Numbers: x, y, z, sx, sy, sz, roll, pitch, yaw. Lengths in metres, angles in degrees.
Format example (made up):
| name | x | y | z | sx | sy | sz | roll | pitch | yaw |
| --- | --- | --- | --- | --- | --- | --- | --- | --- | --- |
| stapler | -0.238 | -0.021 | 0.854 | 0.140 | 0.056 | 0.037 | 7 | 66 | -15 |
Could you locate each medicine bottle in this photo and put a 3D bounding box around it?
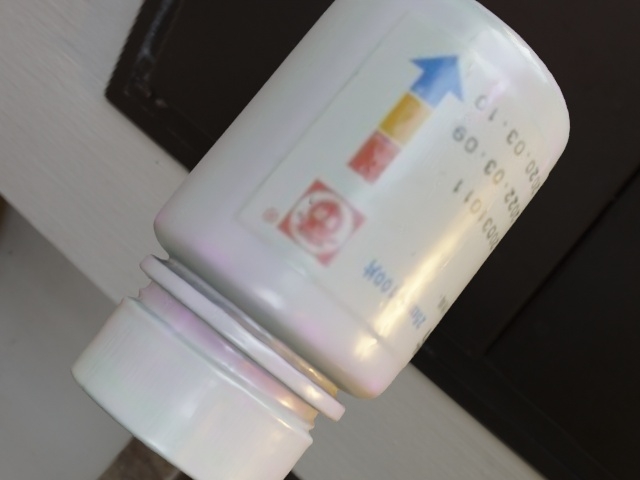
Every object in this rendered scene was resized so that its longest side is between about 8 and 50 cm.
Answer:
| name | x | y | z | sx | sy | sz | roll | pitch | yaw |
| --- | --- | --- | --- | --- | --- | --- | --- | --- | --- |
| medicine bottle | 0.000 | 0.000 | 0.487 | 0.293 | 0.170 | 0.170 | -51 | 168 | -9 |
